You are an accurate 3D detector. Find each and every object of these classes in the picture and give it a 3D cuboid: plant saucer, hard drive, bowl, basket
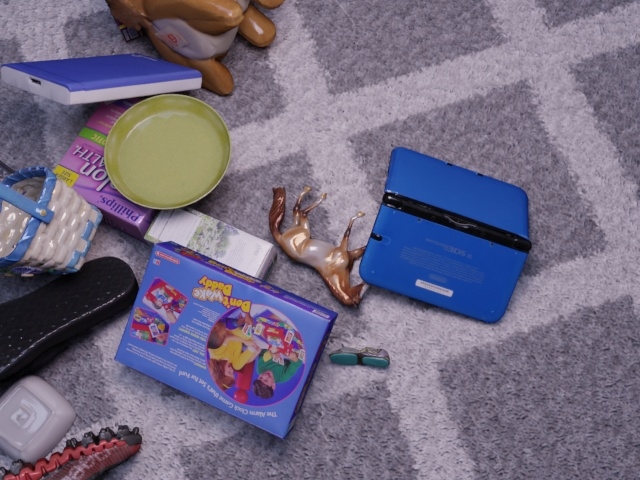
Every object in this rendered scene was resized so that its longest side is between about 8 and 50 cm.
[{"bbox_3d":[-0.287,-0.164,1.530,0.240,0.037,0.241,0,69,1],"label":"plant saucer"},{"bbox_3d":[-0.421,-0.320,1.573,0.210,0.040,0.318,22,26,32],"label":"hard drive"},{"bbox_3d":[-0.540,0.327,1.476,0.142,0.053,0.142,36,74,13],"label":"bowl"},{"bbox_3d":[-0.569,-0.047,1.464,0.254,0.289,0.201,-4,58,48],"label":"basket"}]

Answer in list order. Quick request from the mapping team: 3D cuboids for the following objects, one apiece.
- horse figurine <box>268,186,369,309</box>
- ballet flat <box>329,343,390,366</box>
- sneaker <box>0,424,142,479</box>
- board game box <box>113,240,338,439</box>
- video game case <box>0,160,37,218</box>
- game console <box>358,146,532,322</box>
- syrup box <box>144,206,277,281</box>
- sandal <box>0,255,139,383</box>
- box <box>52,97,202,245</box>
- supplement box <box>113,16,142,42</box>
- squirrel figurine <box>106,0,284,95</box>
[{"bbox_3d":[0.000,0.000,1.564,0.263,0.066,0.175,29,80,4],"label":"horse figurine"},{"bbox_3d":[0.074,0.214,1.507,0.114,0.041,0.041,5,70,4],"label":"ballet flat"},{"bbox_3d":[-0.438,0.422,1.416,0.276,0.097,0.135,-21,87,-16],"label":"sneaker"},{"bbox_3d":[-0.173,0.174,1.455,0.347,0.078,0.233,23,99,10],"label":"board game box"},{"bbox_3d":[-0.728,-0.048,1.628,0.248,0.035,0.275,35,75,14],"label":"video game case"},{"bbox_3d":[0.243,-0.014,1.562,0.293,0.173,0.250,18,102,-3],"label":"game console"},{"bbox_3d":[-0.209,0.015,1.554,0.236,0.096,0.093,23,74,9],"label":"syrup box"},{"bbox_3d":[-0.542,0.183,1.497,0.445,0.107,0.167,-25,50,-20],"label":"sandal"},{"bbox_3d":[-0.377,-0.150,1.609,0.213,0.117,0.243,26,73,11],"label":"box"},{"bbox_3d":[-0.430,-0.488,1.767,0.043,0.055,0.083,-25,70,-7],"label":"supplement box"},{"bbox_3d":[-0.247,-0.568,1.684,0.396,0.281,0.371,24,66,8],"label":"squirrel figurine"}]
